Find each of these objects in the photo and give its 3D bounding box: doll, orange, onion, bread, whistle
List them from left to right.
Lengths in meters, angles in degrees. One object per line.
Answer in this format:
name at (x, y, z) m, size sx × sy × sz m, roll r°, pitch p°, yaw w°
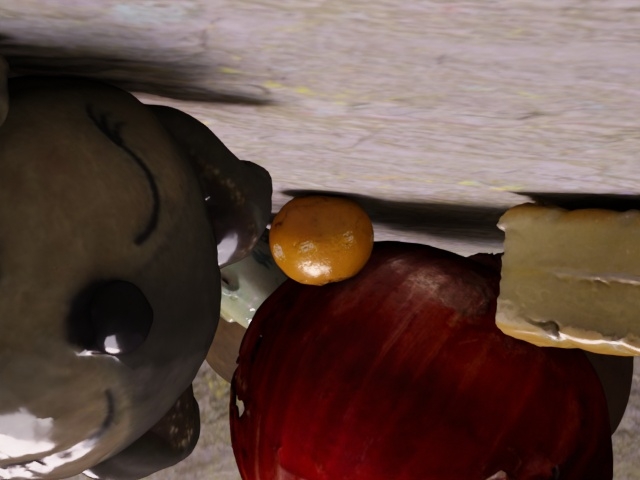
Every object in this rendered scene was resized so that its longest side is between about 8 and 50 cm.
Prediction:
doll at (-0.222, -0.018, 1.085) m, size 0.382 × 0.252 × 0.378 m, roll 14°, pitch -158°, yaw -44°
whistle at (-0.031, 0.033, 1.783) m, size 0.126 × 0.067 × 0.258 m, roll 47°, pitch -156°, yaw 17°
orange at (0.000, 0.000, 1.536) m, size 0.083 × 0.070 × 0.083 m, roll 1°, pitch 175°, yaw 0°
onion at (0.089, 0.165, 1.633) m, size 0.341 × 0.341 × 0.341 m, roll 4°, pitch 175°, yaw 0°
bread at (0.273, 0.036, 1.478) m, size 0.239 × 0.111 × 0.246 m, roll 6°, pitch 179°, yaw 25°

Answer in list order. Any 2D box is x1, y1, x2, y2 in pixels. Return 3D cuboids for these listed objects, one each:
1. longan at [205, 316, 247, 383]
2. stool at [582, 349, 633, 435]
longan at (-0.044, 0.081, 2.022) m, size 0.167 × 0.167 × 0.187 m, roll 7°, pitch 153°, yaw -25°
stool at (0.192, 0.130, 2.187) m, size 0.264 × 0.179 × 0.179 m, roll 1°, pitch 174°, yaw 35°
